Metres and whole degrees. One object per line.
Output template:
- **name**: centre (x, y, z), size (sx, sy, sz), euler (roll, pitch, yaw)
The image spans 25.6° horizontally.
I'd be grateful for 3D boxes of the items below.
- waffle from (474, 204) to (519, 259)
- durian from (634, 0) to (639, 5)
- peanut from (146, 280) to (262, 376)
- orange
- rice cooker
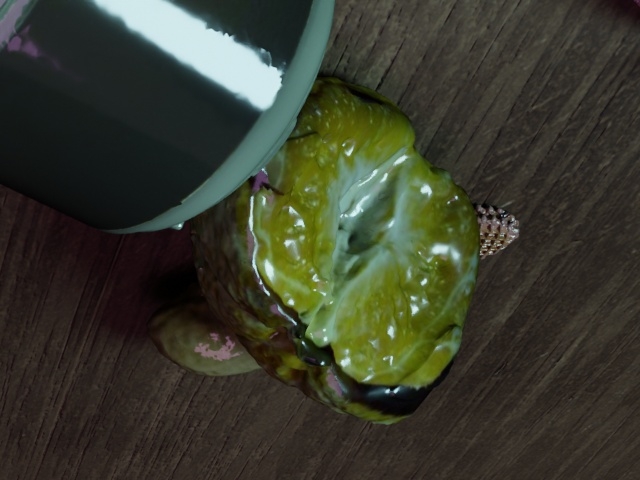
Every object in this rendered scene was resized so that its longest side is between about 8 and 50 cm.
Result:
- **waffle**: centre (0.178, -0.007, 1.565), size (0.083, 0.029, 0.075), euler (-28, 138, 28)
- **durian**: centre (0.312, -0.228, 1.243), size (0.132, 0.165, 0.182), euler (4, 128, 38)
- **peanut**: centre (-0.070, 0.078, 1.558), size (0.253, 0.122, 0.137), euler (-20, 149, 21)
- **orange**: centre (0.000, 0.000, 1.371), size (0.210, 0.271, 0.368), euler (7, 144, 48)
- **rice cooker**: centre (-0.194, -0.192, 1.015), size (0.325, 0.335, 0.335), euler (27, 131, -38)
